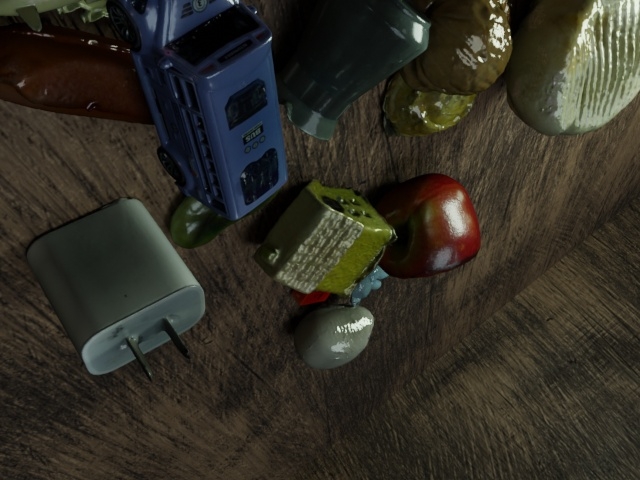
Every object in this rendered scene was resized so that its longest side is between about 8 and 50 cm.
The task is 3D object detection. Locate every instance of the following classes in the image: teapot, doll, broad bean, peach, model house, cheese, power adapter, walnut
[{"bbox_3d":[0.035,-0.274,0.964,0.225,0.171,0.203,-47,-176,24],"label":"teapot"},{"bbox_3d":[0.115,0.084,1.693,0.179,0.075,0.120,-30,111,-48],"label":"doll"},{"bbox_3d":[-0.159,-0.065,1.106,0.206,0.072,0.153,-37,153,17],"label":"broad bean"},{"bbox_3d":[0.248,-0.031,1.497,0.274,0.248,0.245,-9,116,-54],"label":"peach"},{"bbox_3d":[0.000,0.000,1.280,0.193,0.175,0.234,-51,155,19],"label":"model house"},{"bbox_3d":[0.024,0.248,1.687,0.189,0.154,0.198,-1,158,-35],"label":"cheese"},{"bbox_3d":[-0.277,0.086,0.950,0.187,0.255,0.124,-29,154,-24],"label":"power adapter"},{"bbox_3d":[0.210,-0.324,1.059,0.213,0.213,0.213,-32,152,-20],"label":"walnut"}]

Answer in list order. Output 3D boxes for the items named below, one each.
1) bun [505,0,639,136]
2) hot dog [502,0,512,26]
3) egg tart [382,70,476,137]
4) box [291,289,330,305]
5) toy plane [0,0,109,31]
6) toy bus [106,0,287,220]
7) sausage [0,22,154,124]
[{"bbox_3d":[0.527,-0.395,1.356,0.365,0.219,0.365,-20,132,-24],"label":"bun"},{"bbox_3d":[0.289,-0.425,1.170,0.088,0.061,0.286,-36,154,14],"label":"hot dog"},{"bbox_3d":[0.225,-0.281,1.264,0.231,0.098,0.252,-10,143,-42],"label":"egg tart"},{"bbox_3d":[0.008,0.082,1.557,0.100,0.048,0.152,-1,131,-51],"label":"box"},{"bbox_3d":[-0.227,-0.277,0.663,0.244,0.092,0.229,-35,167,-20],"label":"toy plane"},{"bbox_3d":[-0.117,-0.163,0.722,0.125,0.133,0.292,-41,149,-25],"label":"toy bus"},{"bbox_3d":[-0.240,-0.186,0.770,0.330,0.102,0.102,-4,135,-54],"label":"sausage"}]
